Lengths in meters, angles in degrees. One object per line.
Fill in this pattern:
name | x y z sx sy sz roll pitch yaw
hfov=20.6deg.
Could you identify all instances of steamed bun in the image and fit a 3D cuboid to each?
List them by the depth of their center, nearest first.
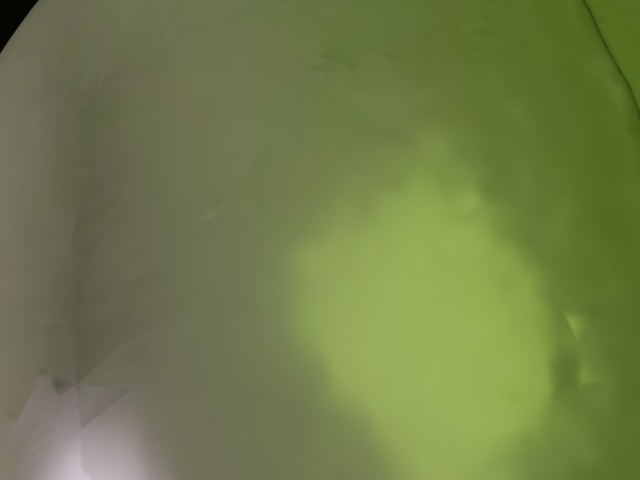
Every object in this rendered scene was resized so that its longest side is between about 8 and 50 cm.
steamed bun | 0.039 0.065 0.503 0.333 0.334 0.374 -11 76 10
